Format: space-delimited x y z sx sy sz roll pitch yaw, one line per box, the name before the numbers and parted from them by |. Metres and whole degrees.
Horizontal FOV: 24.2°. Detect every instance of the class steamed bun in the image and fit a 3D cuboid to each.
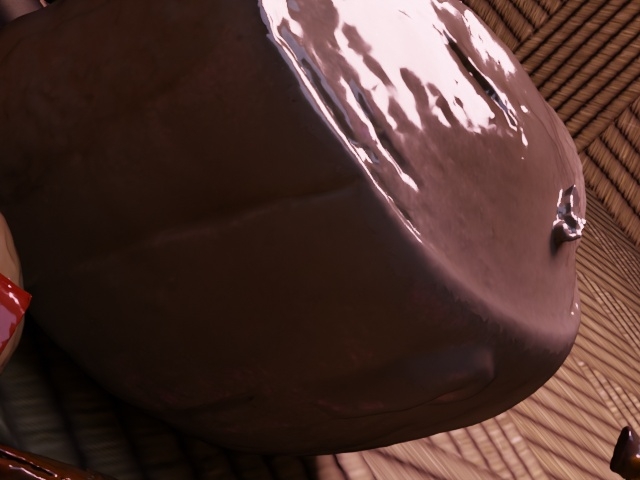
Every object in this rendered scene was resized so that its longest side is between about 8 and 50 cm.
steamed bun | 0.003 0.004 0.817 0.383 0.247 0.236 25 45 -53

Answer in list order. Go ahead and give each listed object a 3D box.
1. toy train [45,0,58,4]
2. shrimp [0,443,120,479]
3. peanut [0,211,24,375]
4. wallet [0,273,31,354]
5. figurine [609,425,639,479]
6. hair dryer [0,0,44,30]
toy train | -0.150 -0.206 1.014 0.157 0.105 0.253 32 -20 -6
shrimp | -0.100 0.120 0.574 0.217 0.051 0.115 37 17 -20
peanut | -0.204 -0.040 0.607 0.117 0.101 0.263 1 42 -51
wallet | -0.205 0.010 0.474 0.204 0.045 0.142 38 49 -14
figurine | 0.335 0.248 1.225 0.192 0.167 0.257 30 -5 -9
hair dryer | -0.187 -0.126 0.987 0.195 0.078 0.248 56 8 35
